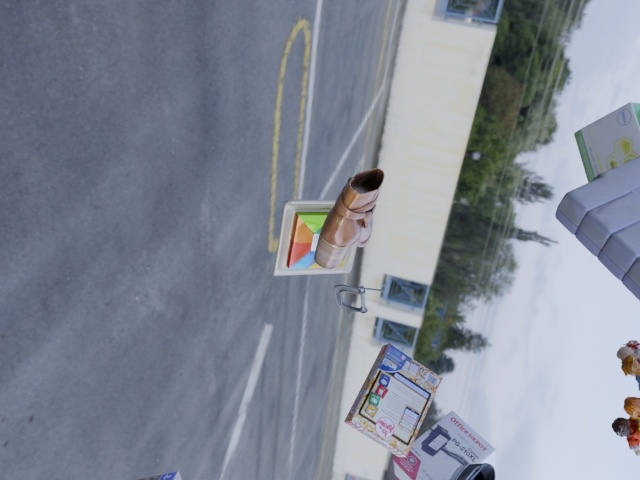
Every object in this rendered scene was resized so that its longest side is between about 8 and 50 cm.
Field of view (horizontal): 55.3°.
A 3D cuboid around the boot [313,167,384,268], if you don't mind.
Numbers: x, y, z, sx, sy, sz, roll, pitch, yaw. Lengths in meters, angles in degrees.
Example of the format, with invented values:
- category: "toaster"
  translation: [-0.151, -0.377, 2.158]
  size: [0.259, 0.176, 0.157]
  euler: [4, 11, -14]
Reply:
- category: "boot"
  translation: [0.063, -0.055, 0.971]
  size: [0.197, 0.072, 0.152]
  euler: [-56, 171, -54]

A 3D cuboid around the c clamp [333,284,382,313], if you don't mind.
- category: "c clamp"
  translation: [0.102, 0.168, 1.735]
  size: [0.161, 0.137, 0.022]
  euler: [91, 15, -57]

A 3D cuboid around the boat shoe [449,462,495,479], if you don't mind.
- category: "boat shoe"
  translation: [0.330, 0.648, 1.425]
  size: [0.301, 0.108, 0.102]
  euler: [-44, 180, -39]

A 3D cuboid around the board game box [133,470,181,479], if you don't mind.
- category: "board game box"
  translation: [-0.360, 0.487, 0.902]
  size: [0.232, 0.290, 0.141]
  euler: [-79, 156, -84]

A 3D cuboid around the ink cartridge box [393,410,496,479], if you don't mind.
- category: "ink cartridge box"
  translation: [0.350, 0.623, 1.717]
  size: [0.237, 0.172, 0.100]
  euler: [-32, 137, -22]

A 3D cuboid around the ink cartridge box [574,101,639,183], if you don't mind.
- category: "ink cartridge box"
  translation: [0.538, -0.146, 0.983]
  size: [0.235, 0.056, 0.171]
  euler: [-34, -117, 60]

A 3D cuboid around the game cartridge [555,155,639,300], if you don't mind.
- category: "game cartridge"
  translation: [0.481, -0.030, 0.707]
  size: [0.230, 0.354, 0.068]
  euler: [55, -22, 38]

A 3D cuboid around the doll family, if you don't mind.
- category: "doll family"
  translation: [0.705, 0.321, 1.297]
  size: [0.118, 0.163, 0.263]
  euler: [-49, -162, 59]

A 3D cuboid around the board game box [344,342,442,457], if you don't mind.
- category: "board game box"
  translation: [0.160, 0.346, 1.326]
  size: [0.194, 0.146, 0.045]
  euler: [-58, -175, -25]

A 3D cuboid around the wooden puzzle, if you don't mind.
- category: "wooden puzzle"
  translation: [0.000, 0.000, 1.564]
  size: [0.044, 0.220, 0.239]
  euler: [-119, -145, -50]
